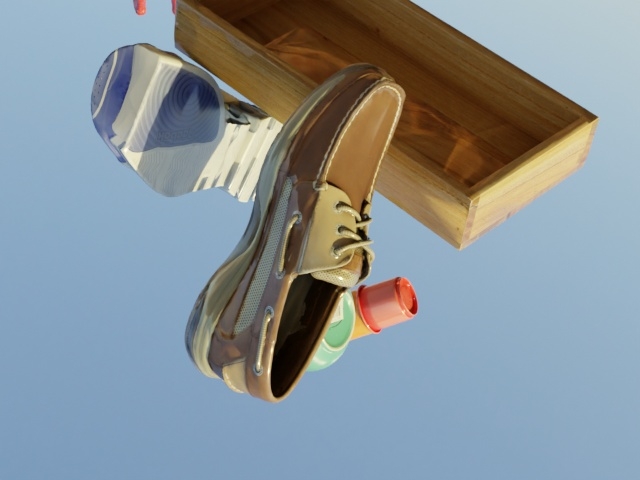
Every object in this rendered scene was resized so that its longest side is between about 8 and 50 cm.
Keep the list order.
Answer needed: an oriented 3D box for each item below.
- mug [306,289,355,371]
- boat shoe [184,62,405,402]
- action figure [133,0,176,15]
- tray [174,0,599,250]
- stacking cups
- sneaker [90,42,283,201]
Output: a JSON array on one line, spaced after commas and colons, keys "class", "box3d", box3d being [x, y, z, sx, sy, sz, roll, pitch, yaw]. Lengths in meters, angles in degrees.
[{"class": "mug", "box3d": [-0.024, 0.100, 1.557, 0.097, 0.157, 0.129, 3, 146, 34]}, {"class": "boat shoe", "box3d": [0.000, 0.000, 1.192, 0.116, 0.324, 0.123, 33, -167, 35]}, {"class": "action figure", "box3d": [-0.229, -0.435, 1.783, 0.091, 0.280, 0.139, -3, -111, -4]}, {"class": "tray", "box3d": [0.059, -0.164, 1.376, 0.411, 0.076, 0.203, 38, -130, 27]}, {"class": "stacking cups", "box3d": [-0.008, 0.124, 1.945, 0.096, 0.316, 0.096, 51, -152, -41]}, {"class": "sneaker", "box3d": [-0.170, -0.130, 1.358, 0.182, 0.127, 0.315, 28, -176, 22]}]
